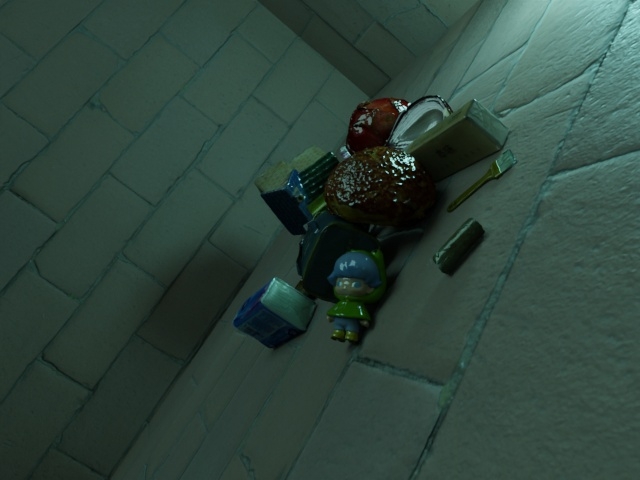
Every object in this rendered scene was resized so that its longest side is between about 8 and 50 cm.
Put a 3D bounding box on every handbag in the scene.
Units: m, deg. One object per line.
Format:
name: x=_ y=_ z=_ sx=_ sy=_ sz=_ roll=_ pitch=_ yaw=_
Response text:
handbag: x=0.045 y=0.048 z=1.407 sx=0.241 sy=0.223 sz=0.262 roll=-115 pitch=48 yaw=-78

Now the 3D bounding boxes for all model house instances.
model house: x=-0.061 y=-0.255 z=2.463 sx=0.446 sy=0.395 sz=0.400 roll=-36 pitch=28 yaw=-3

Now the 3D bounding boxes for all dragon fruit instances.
dragon fruit: x=0.248 y=-0.406 z=1.724 sx=0.295 sy=0.302 sz=0.295 roll=8 pitch=-90 yaw=-84

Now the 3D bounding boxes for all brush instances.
brush: x=0.406 y=-0.144 z=1.148 sx=0.218 sy=0.010 sz=0.082 roll=-46 pitch=15 yaw=32

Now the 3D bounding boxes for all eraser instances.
eraser: x=0.370 y=-0.271 z=1.318 sx=0.078 sy=0.144 sz=0.343 roll=-60 pitch=14 yaw=-24

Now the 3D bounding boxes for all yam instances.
yam: x=0.304 y=0.011 z=0.993 sx=0.132 sy=0.054 sz=0.054 roll=-50 pitch=13 yaw=10

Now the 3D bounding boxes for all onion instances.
onion: x=0.339 y=-0.352 z=1.536 sx=0.284 sy=0.120 sz=0.226 roll=-22 pitch=67 yaw=30

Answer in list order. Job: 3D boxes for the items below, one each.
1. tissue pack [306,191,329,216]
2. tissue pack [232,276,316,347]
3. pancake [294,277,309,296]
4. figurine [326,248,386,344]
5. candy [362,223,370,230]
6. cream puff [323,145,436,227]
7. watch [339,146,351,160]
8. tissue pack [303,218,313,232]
tissue pack: x=0.103 y=-0.150 z=1.781 sx=0.275 sy=0.167 sz=0.200 roll=-40 pitch=15 yaw=1
tissue pack: x=-0.175 y=0.273 z=1.665 sx=0.263 sy=0.198 sz=0.146 roll=-40 pitch=19 yaw=46
pancake: x=-0.002 y=0.106 z=1.813 sx=0.356 sy=0.065 sz=0.356 roll=-50 pitch=7 yaw=9
figurine: x=0.091 y=0.144 z=1.207 sx=0.162 sy=0.143 sz=0.263 roll=-3 pitch=65 yaw=39
candy: x=0.127 y=-0.006 z=1.607 sx=0.203 sy=0.078 sz=0.141 roll=-54 pitch=-1 yaw=7
cream puff: x=0.177 y=-0.164 z=1.331 sx=0.350 sy=0.351 sz=0.228 roll=-103 pitch=19 yaw=-74
watch: x=0.227 y=-0.444 z=2.226 sx=0.231 sy=0.196 sz=0.244 roll=-43 pitch=11 yaw=13
tissue pack: x=0.000 y=0.000 z=1.690 sx=0.065 sy=0.115 sz=0.155 roll=-33 pitch=29 yaw=-4
